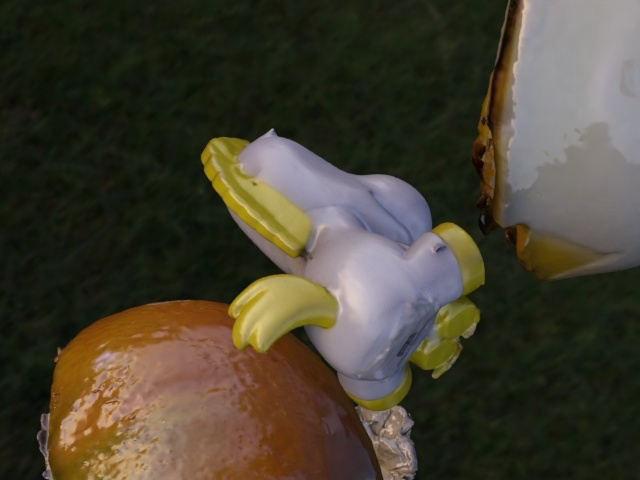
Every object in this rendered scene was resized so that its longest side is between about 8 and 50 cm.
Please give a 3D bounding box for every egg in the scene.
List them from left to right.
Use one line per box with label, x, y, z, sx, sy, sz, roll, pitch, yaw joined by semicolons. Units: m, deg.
egg;0.210;-0.098;1.079;0.286;0.174;0.264;-27;128;-54

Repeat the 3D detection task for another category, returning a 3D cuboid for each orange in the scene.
orange;-0.076;0.197;1.311;0.274;0.274;0.310;31;73;-23

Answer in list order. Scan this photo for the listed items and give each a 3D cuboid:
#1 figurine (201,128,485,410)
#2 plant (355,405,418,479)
figurine;0.006;0.000;0.976;0.129;0.109;0.178;12;35;-25
plant;0.026;0.184;1.653;0.122;0.104;0.116;14;38;-12
